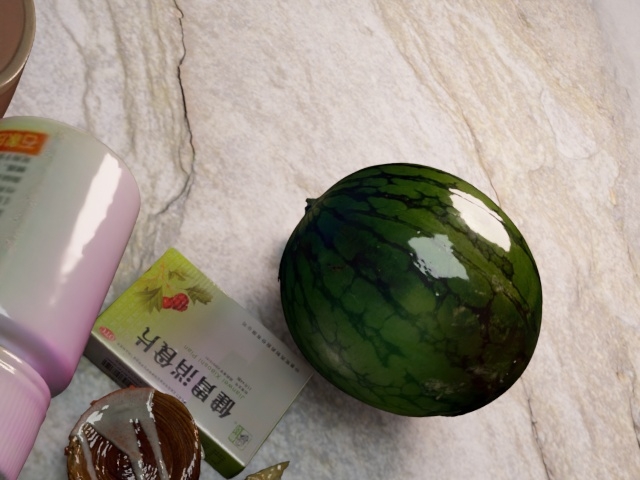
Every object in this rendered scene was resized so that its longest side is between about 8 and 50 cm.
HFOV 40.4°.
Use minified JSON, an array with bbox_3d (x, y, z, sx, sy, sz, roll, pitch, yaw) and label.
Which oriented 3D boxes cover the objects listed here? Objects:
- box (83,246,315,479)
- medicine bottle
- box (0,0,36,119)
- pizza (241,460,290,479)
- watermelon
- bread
[{"bbox_3d":[-0.156,0.153,1.120,0.260,0.062,0.175,42,49,-2],"label":"box"},{"bbox_3d":[-0.356,0.066,0.957,0.219,0.219,0.388,24,52,-15],"label":"medicine bottle"},{"bbox_3d":[-0.511,-0.226,1.057,0.301,0.216,0.301,14,55,-20],"label":"box"},{"bbox_3d":[-0.110,0.362,1.028,0.181,0.034,0.262,45,52,2],"label":"pizza"},{"bbox_3d":[0.116,0.065,1.160,0.363,0.363,0.363,15,54,-22],"label":"watermelon"},{"bbox_3d":[-0.211,0.249,0.994,0.160,0.073,0.160,2,57,-3],"label":"bread"}]
